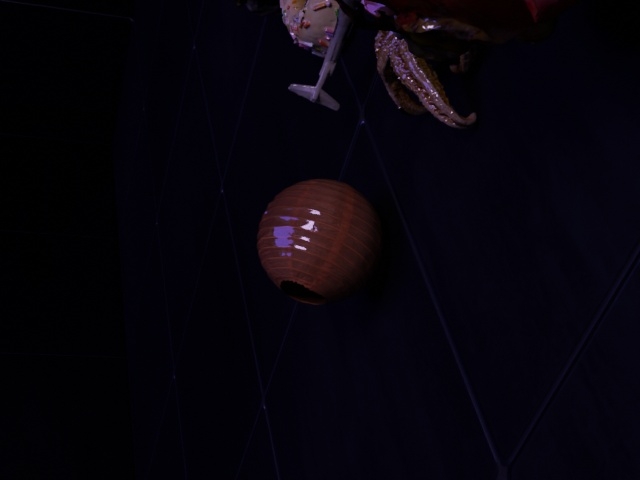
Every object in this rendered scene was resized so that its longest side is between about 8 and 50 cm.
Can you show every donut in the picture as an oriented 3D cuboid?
[{"bbox_3d":[-0.001,-0.313,1.242,0.174,0.068,0.175,-175,90,-72],"label":"donut"}]

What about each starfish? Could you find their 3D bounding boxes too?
[{"bbox_3d":[0.094,-0.178,0.927,0.146,0.074,0.190,137,133,-56],"label":"starfish"}]

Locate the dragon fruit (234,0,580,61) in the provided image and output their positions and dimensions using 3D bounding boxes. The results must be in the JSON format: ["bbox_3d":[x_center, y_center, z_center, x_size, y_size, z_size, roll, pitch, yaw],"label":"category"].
[{"bbox_3d":[0.099,-0.253,0.646,0.291,0.250,0.269,-90,19,-66],"label":"dragon fruit"}]

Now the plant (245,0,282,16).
[{"bbox_3d":[-0.094,-0.433,1.390,0.164,0.142,0.256,59,-169,-67],"label":"plant"}]

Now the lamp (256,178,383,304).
[{"bbox_3d":[0.000,0.000,1.062,0.136,0.136,0.136,-176,90,-72],"label":"lamp"}]

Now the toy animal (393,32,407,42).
[{"bbox_3d":[0.010,-0.354,0.798,0.225,0.284,0.302,38,94,36],"label":"toy animal"}]

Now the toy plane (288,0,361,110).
[{"bbox_3d":[0.035,-0.254,1.042,0.286,0.092,0.108,116,173,-54],"label":"toy plane"}]
